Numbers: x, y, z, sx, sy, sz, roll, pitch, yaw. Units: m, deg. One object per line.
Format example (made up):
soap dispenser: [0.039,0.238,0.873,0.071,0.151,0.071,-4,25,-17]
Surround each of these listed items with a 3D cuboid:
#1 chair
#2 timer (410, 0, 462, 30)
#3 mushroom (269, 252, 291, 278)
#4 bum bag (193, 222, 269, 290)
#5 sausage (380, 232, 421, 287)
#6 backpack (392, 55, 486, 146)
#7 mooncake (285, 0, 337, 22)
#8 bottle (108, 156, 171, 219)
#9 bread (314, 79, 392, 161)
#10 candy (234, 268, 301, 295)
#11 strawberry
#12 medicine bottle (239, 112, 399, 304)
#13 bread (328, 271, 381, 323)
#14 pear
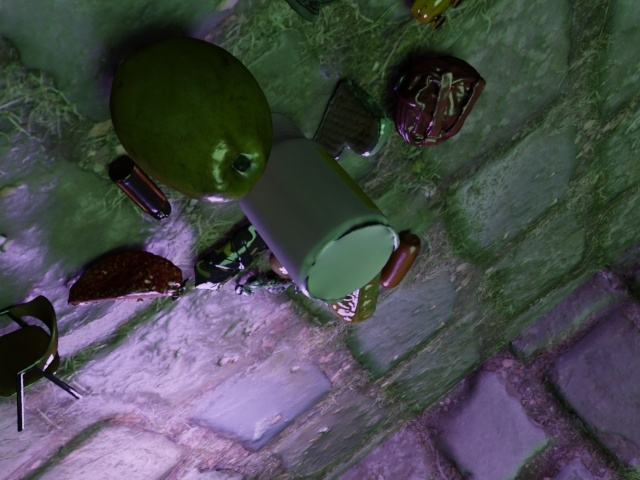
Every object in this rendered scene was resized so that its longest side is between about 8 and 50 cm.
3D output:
chair: [-0.599,0.237,1.457,0.172,0.159,0.247,-27,146,-21]
timer: [0.221,-0.495,1.435,0.107,0.109,0.107,-46,176,-5]
mushroom: [0.000,0.000,1.744,0.278,0.146,0.278,-34,159,-15]
bum bag: [-0.206,0.036,1.673,0.232,0.060,0.107,-39,138,-2]
sausage: [0.232,0.064,2.104,0.076,0.076,0.198,-5,134,-39]
backpack: [0.261,-0.311,1.624,0.229,0.139,0.229,-25,140,-23]
mooncake: [0.017,-0.506,1.172,0.254,0.136,0.250,-36,143,-5]
bottle: [-0.345,-0.095,1.388,0.060,0.060,0.164,-37,147,-2]
bread: [0.066,-0.256,1.525,0.064,0.173,0.232,-7,179,-38]
candy: [-0.118,0.111,1.859,0.226,0.051,0.094,-2,143,-39]
strawberry: [-0.402,0.075,1.511,0.236,0.107,0.175,4,165,-44]
medicine bottle: [-0.035,-0.073,1.414,0.213,0.379,0.214,-25,144,-20]
bread: [0.091,0.135,2.013,0.152,0.130,0.268,4,140,3]
pear: [-0.207,-0.199,1.176,0.253,0.307,0.253,-27,138,-27]
